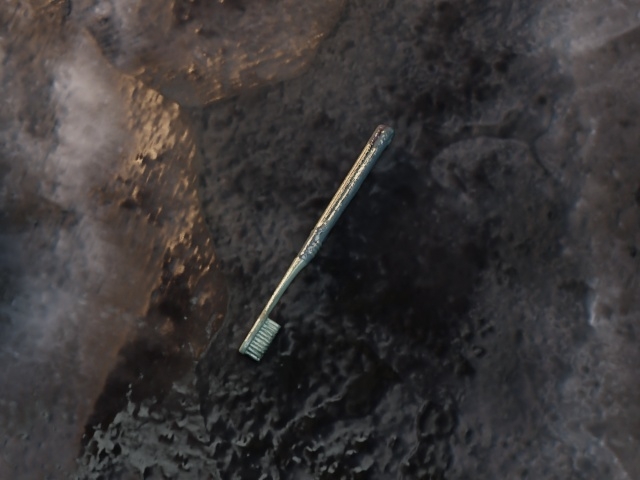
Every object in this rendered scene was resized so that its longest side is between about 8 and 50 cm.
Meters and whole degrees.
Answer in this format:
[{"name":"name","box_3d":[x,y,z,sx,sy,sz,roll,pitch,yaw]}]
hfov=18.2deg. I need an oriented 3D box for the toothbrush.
[{"name":"toothbrush","box_3d":[0.000,0.000,1.524,0.019,0.016,0.219,31,69,2]}]
